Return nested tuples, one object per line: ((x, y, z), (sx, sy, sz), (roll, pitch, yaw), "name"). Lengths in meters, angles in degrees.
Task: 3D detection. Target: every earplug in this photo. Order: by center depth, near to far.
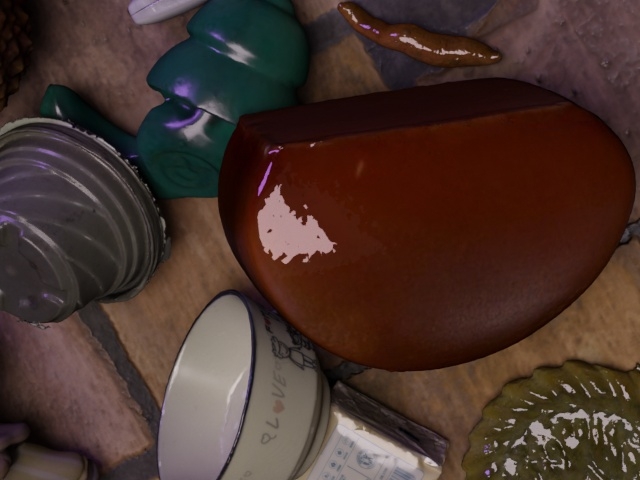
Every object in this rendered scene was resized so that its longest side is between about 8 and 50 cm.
((-0.131, -0.154, 1.620), (0.257, 0.164, 0.280), (39, 99, 41), "earplug")

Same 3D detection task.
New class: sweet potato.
((0.099, -0.206, 1.588), (0.179, 0.044, 0.044), (16, 106, 9), "sweet potato")

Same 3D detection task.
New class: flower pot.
((-0.293, -0.003, 1.640), (0.235, 0.140, 0.235), (18, 134, 20), "flower pot")

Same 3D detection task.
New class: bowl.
((-0.074, 0.182, 1.643), (0.126, 0.238, 0.238), (18, 110, -25), "bowl")

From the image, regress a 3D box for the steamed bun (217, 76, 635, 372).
((0.098, -0.010, 1.487), (0.379, 0.235, 0.248), (-9, 106, -13), "steamed bun")

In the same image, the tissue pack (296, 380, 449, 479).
((0.033, 0.277, 1.693), (0.148, 0.092, 0.196), (29, 107, 5), "tissue pack")

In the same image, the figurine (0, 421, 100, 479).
((-0.430, 0.201, 1.744), (0.380, 0.203, 0.248), (40, 124, -12), "figurine")

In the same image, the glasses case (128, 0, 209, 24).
((-0.114, -0.277, 1.604), (0.193, 0.074, 0.049), (-26, 99, 19), "glasses case")

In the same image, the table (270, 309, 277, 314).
((0.000, 0.000, 1.652), (0.175, 0.062, 0.146), (-13, 100, 13), "table")

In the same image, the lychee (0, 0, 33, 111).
((-0.421, -0.231, 1.606), (0.267, 0.267, 0.268), (3, 104, 13), "lychee")

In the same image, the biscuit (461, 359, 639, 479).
((0.261, 0.225, 1.654), (0.273, 0.036, 0.187), (-34, 93, 18), "biscuit")
